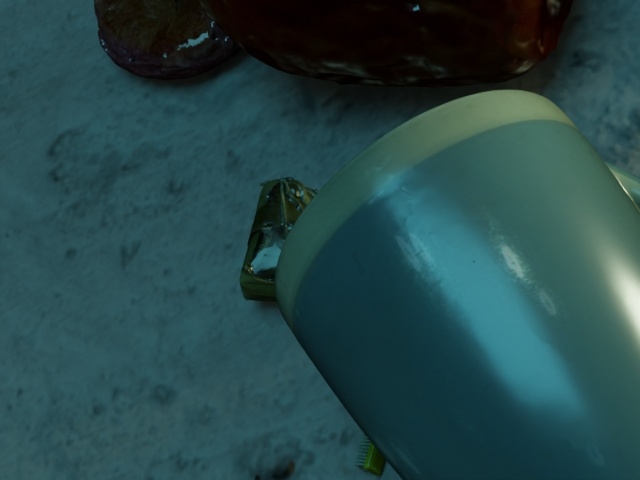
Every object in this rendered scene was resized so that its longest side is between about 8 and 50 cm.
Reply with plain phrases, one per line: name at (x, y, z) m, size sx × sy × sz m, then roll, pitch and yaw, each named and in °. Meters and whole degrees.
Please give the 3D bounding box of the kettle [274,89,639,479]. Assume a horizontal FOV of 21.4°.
kettle at (0.188, 0.086, 1.136) m, size 0.319 × 0.247 × 0.342 m, roll -25°, pitch 59°, yaw -19°

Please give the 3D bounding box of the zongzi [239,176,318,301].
zongzi at (0.000, 0.000, 1.371) m, size 0.119 × 0.055 × 0.109 m, roll 4°, pitch 64°, yaw 16°

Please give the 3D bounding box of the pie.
pie at (-0.123, -0.223, 1.553) m, size 0.182 × 0.049 × 0.182 m, roll -12°, pitch 55°, yaw 17°

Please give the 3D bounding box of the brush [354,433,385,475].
brush at (0.048, 0.136, 1.289) m, size 0.021 × 0.019 × 0.083 m, roll 8°, pitch 69°, yaw 40°

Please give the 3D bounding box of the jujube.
jujube at (0.045, -0.230, 1.377) m, size 0.318 × 0.223 × 0.223 m, roll 16°, pitch 72°, yaw 22°
